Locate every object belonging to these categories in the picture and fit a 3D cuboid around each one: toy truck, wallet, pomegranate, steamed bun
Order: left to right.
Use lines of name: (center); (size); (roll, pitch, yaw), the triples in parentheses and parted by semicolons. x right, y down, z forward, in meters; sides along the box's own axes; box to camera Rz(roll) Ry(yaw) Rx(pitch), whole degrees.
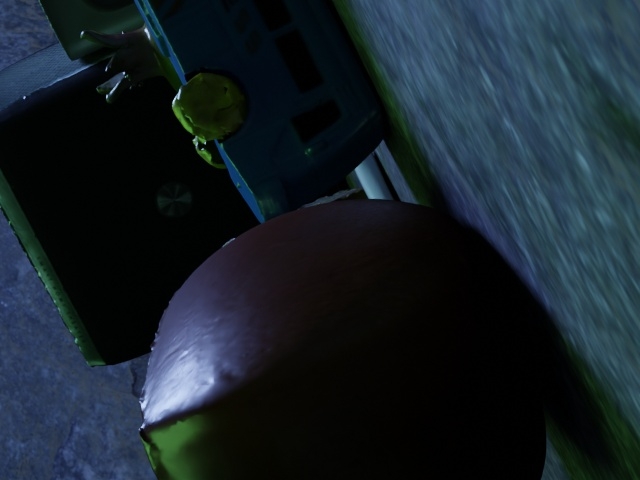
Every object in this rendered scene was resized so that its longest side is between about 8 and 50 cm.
pomegranate: (-0.140, -0.220, 1.639); (0.181, 0.224, 0.181); (163, 90, -84)
toy truck: (-0.086, -0.207, 1.334); (0.385, 0.162, 0.161); (63, 177, 10)
steamed bun: (0.026, 0.103, 1.100); (0.379, 0.248, 0.235); (-85, -27, -75)
wallet: (0.067, -0.028, 1.489); (0.122, 0.025, 0.061); (63, -176, 19)

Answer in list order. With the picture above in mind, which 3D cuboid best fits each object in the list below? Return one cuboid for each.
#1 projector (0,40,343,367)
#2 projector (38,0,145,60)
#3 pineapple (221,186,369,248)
projector: (-0.202, -0.096, 2.013); (0.242, 0.405, 0.395); (-118, 3, -67)
projector: (-0.251, -0.396, 1.882); (0.248, 0.249, 0.248); (-118, 4, -64)
pineapple: (0.000, 0.000, 1.750); (0.186, 0.236, 0.114); (-18, 106, 48)
